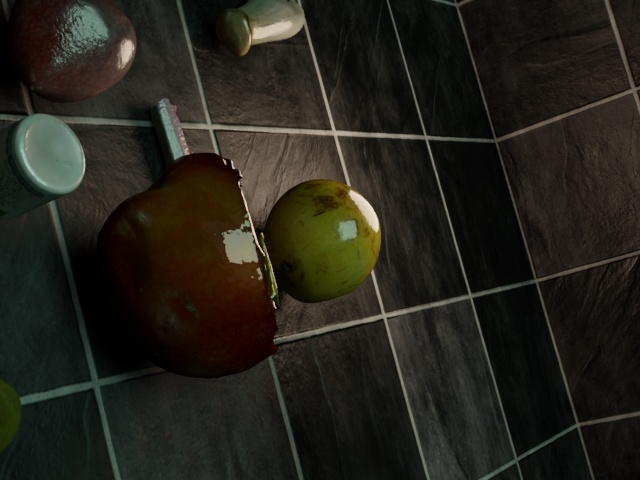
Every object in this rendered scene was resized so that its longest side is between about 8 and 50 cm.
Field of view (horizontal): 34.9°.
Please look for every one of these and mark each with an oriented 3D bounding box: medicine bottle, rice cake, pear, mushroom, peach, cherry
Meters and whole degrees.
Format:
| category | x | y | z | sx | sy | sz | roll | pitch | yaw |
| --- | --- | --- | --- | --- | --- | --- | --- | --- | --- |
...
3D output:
| category | x | y | z | sx | sy | sz | roll | pitch | yaw |
| --- | --- | --- | --- | --- | --- | --- | --- | --- | --- |
| medicine bottle | -0.503 | -0.105 | 1.638 | 0.139 | 0.237 | 0.139 | 27 | 54 | -46 |
| rice cake | -0.284 | -0.157 | 2.135 | 0.081 | 0.051 | 0.290 | -14 | 86 | -55 |
| pear | 0.000 | 0.000 | 2.271 | 0.281 | 0.281 | 0.280 | 29 | 52 | -45 |
| mushroom | -0.154 | -0.539 | 2.469 | 0.159 | 0.122 | 0.329 | 34 | 34 | 10 |
| peach | -0.244 | 0.054 | 1.863 | 0.335 | 0.310 | 0.406 | -126 | -158 | -78 |
| cherry | -0.468 | -0.359 | 1.861 | 0.239 | 0.206 | 0.239 | -10 | 109 | -32 |

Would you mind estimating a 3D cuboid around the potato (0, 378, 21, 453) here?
| category | x | y | z | sx | sy | sz | roll | pitch | yaw |
| --- | --- | --- | --- | --- | --- | --- | --- | --- | --- |
| potato | -0.545 | 0.275 | 1.512 | 0.272 | 0.111 | 0.160 | -9 | 80 | -56 |
